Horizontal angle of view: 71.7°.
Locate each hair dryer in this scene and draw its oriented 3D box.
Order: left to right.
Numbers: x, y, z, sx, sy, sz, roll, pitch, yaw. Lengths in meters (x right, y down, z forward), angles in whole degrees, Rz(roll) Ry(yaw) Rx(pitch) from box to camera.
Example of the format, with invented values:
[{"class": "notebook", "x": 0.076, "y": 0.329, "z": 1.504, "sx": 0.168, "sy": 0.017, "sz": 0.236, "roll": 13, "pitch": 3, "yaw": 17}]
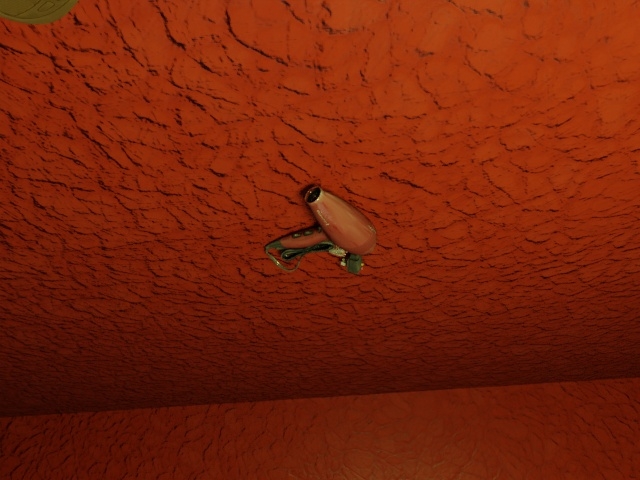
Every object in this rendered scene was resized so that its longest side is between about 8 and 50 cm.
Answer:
[{"class": "hair dryer", "x": 0.000, "y": 0.000, "z": 0.883, "sx": 0.223, "sy": 0.080, "sz": 0.294, "roll": 1, "pitch": 146, "yaw": -5}]

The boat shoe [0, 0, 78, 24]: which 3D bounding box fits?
[{"class": "boat shoe", "x": -0.255, "y": -0.322, "z": 0.386, "sx": 0.104, "sy": 0.090, "sz": 0.285, "roll": -10, "pitch": 160, "yaw": -41}]
